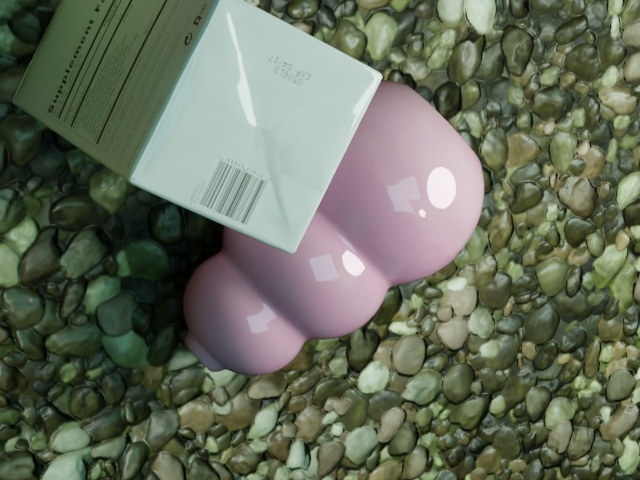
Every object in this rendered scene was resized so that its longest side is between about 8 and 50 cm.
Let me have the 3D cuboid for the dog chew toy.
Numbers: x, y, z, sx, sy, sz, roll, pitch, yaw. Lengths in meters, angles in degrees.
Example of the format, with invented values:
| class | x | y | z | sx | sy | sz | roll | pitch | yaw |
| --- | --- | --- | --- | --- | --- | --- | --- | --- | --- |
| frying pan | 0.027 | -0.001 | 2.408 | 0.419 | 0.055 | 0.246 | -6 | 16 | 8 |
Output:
| class | x | y | z | sx | sy | sz | roll | pitch | yaw |
| --- | --- | --- | --- | --- | --- | --- | --- | --- | --- |
| dog chew toy | 0.000 | 0.000 | 1.776 | 0.332 | 0.206 | 0.206 | -43 | 122 | 1 |

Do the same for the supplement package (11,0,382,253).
| class | x | y | z | sx | sy | sz | roll | pitch | yaw |
| --- | --- | --- | --- | --- | --- | --- | --- | --- | --- |
| supplement package | -0.117 | -0.132 | 1.598 | 0.177 | 0.293 | 0.175 | 24 | 94 | -33 |
